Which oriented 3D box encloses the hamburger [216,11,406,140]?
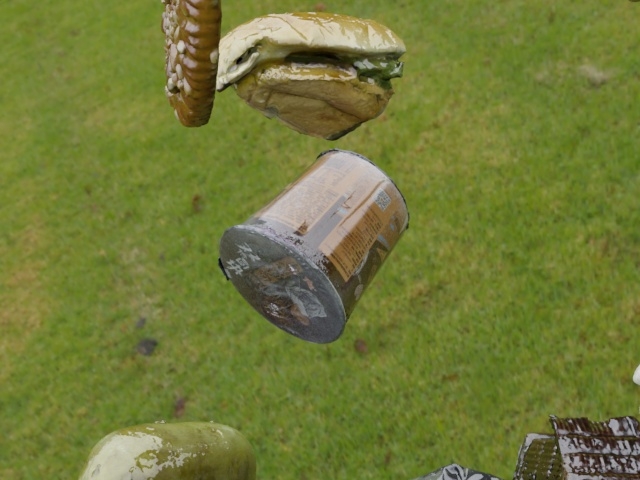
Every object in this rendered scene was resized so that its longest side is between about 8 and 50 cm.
[{"bbox_3d":[-0.019,-0.218,1.130,0.155,0.208,0.135,-31,56,42],"label":"hamburger"}]

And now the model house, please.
[{"bbox_3d":[0.484,0.442,1.637,0.317,0.282,0.297,7,72,-12],"label":"model house"}]

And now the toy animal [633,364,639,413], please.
[{"bbox_3d":[0.645,0.216,1.442,0.308,0.266,0.188,-34,-6,30],"label":"toy animal"}]

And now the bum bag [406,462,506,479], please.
[{"bbox_3d":[0.148,0.440,1.169,0.144,0.095,0.340,-4,68,29],"label":"bum bag"}]

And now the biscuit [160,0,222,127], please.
[{"bbox_3d":[-0.106,-0.238,0.767,0.038,0.305,0.305,0,41,-11],"label":"biscuit"}]

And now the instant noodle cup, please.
[{"bbox_3d":[0.000,0.000,1.366,0.217,0.217,0.207,18,53,35],"label":"instant noodle cup"}]

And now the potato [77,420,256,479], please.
[{"bbox_3d":[-0.232,0.376,1.489,0.173,0.307,0.210,17,90,47],"label":"potato"}]
